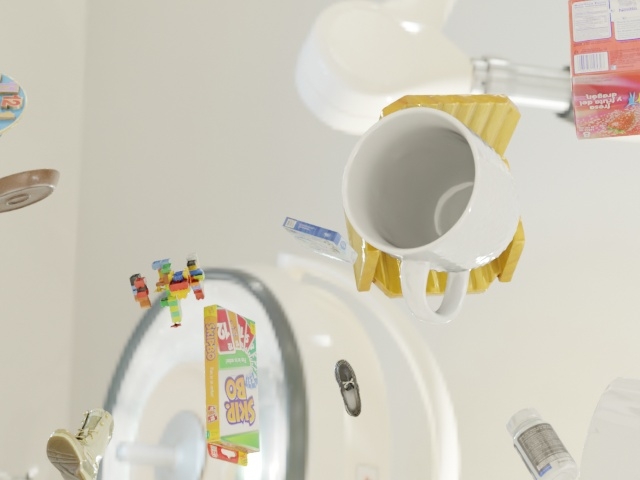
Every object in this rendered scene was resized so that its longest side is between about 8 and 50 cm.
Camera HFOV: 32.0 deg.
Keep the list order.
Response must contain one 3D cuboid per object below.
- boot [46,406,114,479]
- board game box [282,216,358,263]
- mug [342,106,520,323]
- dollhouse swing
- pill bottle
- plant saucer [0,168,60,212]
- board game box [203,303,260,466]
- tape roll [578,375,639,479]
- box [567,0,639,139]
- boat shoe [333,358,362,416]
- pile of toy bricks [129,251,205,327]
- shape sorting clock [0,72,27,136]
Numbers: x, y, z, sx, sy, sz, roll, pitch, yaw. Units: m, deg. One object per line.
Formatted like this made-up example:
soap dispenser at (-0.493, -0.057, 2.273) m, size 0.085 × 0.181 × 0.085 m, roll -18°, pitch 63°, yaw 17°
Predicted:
boot at (-0.516, 0.428, 2.426) m, size 0.213 × 0.077 × 0.165 m, roll 79°, pitch 23°, yaw -47°
board game box at (0.000, 0.000, 1.656) m, size 0.020 × 0.090 × 0.090 m, roll -65°, pitch 152°, yaw -13°
mug at (0.231, -0.027, 2.130) m, size 0.276 × 0.328 × 0.374 m, roll 2°, pitch -102°, yaw 31°
dollhouse swing at (0.257, -0.086, 2.267) m, size 0.305 × 0.347 × 0.315 m, roll 120°, pitch -35°, yaw -62°
pill bottle at (0.382, 0.362, 1.938) m, size 0.137 × 0.078 × 0.078 m, roll -119°, pitch -146°, yaw -41°
plant saucer at (-0.535, -0.082, 1.962) m, size 0.029 × 0.168 × 0.168 m, roll 70°, pitch -20°, yaw 6°
board game box at (-0.151, 0.247, 1.900) m, size 0.039 × 0.124 × 0.259 m, roll -13°, pitch -114°, yaw 27°
tape roll at (0.466, 0.342, 1.612) m, size 0.100 × 0.286 × 0.286 m, roll 5°, pitch -89°, yaw 33°
box at (0.495, -0.248, 1.529) m, size 0.142 × 0.300 × 0.154 m, roll 66°, pitch 23°, yaw -54°
boat shoe at (0.059, 0.309, 2.335) m, size 0.038 × 0.046 × 0.125 m, roll -153°, pitch -128°, yaw -77°
pile of toy bricks at (-0.250, 0.095, 1.893) m, size 0.212 × 0.118 × 0.105 m, roll -101°, pitch 179°, yaw -81°
shape sorting clock at (-0.591, -0.228, 1.849) m, size 0.206 × 0.206 × 0.040 m, roll -104°, pitch -160°, yaw -45°
